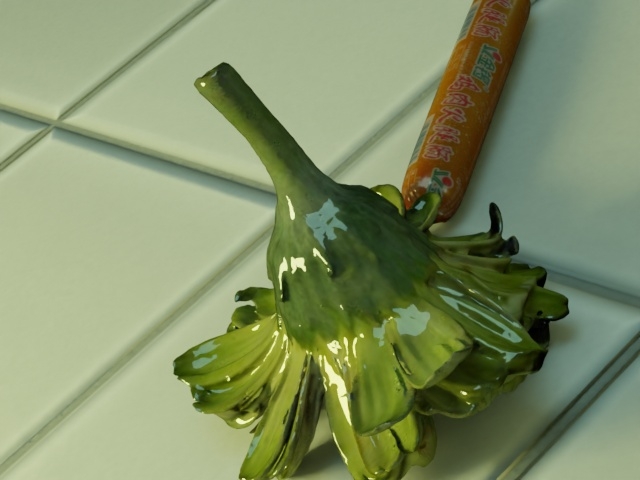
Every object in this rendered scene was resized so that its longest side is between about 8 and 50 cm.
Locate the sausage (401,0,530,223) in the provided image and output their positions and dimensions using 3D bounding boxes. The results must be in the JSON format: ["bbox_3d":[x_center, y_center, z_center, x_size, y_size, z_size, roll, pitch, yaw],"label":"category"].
[{"bbox_3d":[0.126,-0.127,1.595,0.053,0.053,0.348,-8,36,26],"label":"sausage"}]

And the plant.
[{"bbox_3d":[0.038,0.013,1.338,0.261,0.297,0.306,-9,3,-35],"label":"plant"}]
